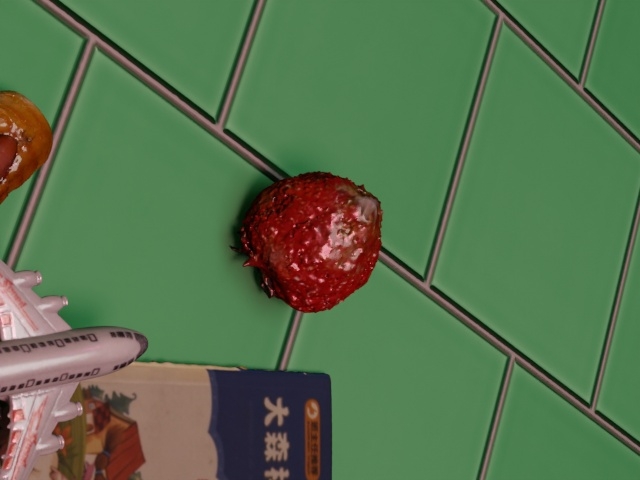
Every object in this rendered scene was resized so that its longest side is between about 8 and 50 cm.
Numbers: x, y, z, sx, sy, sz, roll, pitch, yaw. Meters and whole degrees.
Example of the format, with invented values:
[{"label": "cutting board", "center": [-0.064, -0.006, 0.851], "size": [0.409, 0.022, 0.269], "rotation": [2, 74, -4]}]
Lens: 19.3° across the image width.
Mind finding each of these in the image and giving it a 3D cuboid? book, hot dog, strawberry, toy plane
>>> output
[{"label": "book", "center": [-0.101, 0.192, 1.228], "size": [0.322, 0.018, 0.228], "rotation": [7, 83, -48]}, {"label": "hot dog", "center": [-0.226, -0.018, 1.079], "size": [0.215, 0.047, 0.066], "rotation": [-48, 119, -39]}, {"label": "strawberry", "center": [0.000, -0.001, 1.299], "size": [0.106, 0.106, 0.106], "rotation": [4, 84, -48]}, {"label": "toy plane", "center": [-0.175, 0.072, 1.093], "size": [0.171, 0.066, 0.162], "rotation": [-9, 93, -48]}]
